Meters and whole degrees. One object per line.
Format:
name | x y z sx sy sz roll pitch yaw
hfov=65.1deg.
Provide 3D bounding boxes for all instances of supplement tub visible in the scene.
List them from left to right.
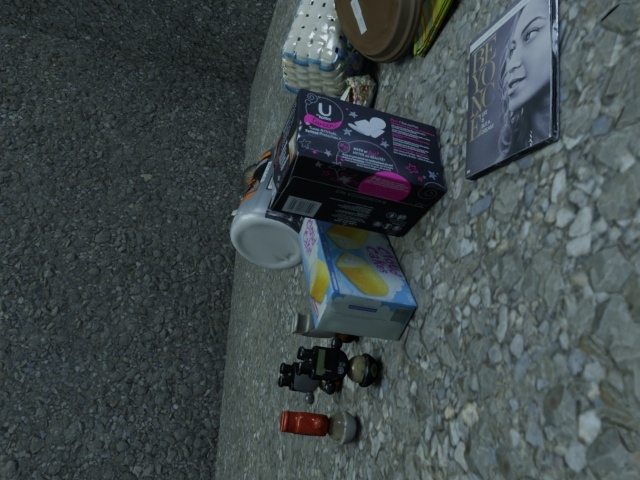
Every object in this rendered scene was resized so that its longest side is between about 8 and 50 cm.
supplement tub | -0.091 -0.109 1.312 0.207 0.207 0.338 120 169 -48

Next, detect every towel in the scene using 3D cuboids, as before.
towel | 0.212 -0.442 0.865 0.237 0.021 0.102 116 157 -58

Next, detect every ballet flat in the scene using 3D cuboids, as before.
ballet flat | 0.065 -0.275 1.190 0.091 0.077 0.241 -132 54 -68

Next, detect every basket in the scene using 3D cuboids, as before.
basket | 0.015 -0.450 1.258 0.289 0.201 0.255 66 -138 -79

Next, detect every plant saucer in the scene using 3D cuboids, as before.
plant saucer | 0.099 -0.488 0.979 0.278 0.041 0.278 48 150 40

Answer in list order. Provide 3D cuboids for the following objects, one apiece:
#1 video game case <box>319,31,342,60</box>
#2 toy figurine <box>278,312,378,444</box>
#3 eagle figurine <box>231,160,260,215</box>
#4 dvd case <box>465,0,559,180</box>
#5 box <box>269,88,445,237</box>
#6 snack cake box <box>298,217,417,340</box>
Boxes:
video game case | 0.011 -0.612 1.620 0.210 0.041 0.232 -99 25 -47
toy figurine | 0.009 0.258 0.971 0.209 0.148 0.213 -108 30 -68
eagle figurine | -0.180 -0.177 1.752 0.225 0.226 0.299 75 -162 -82
dvd case | 0.247 -0.207 0.661 0.164 0.018 0.222 151 127 -69
box | 0.055 -0.122 0.840 0.163 0.247 0.142 126 151 -55
snack cake box | 0.055 0.049 0.907 0.264 0.152 0.089 -105 30 -53
